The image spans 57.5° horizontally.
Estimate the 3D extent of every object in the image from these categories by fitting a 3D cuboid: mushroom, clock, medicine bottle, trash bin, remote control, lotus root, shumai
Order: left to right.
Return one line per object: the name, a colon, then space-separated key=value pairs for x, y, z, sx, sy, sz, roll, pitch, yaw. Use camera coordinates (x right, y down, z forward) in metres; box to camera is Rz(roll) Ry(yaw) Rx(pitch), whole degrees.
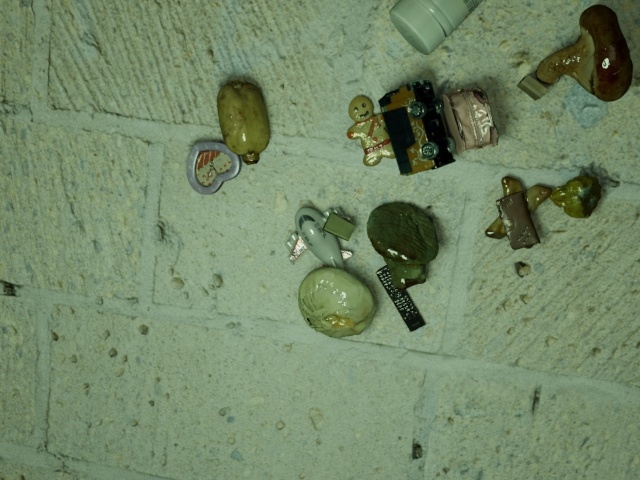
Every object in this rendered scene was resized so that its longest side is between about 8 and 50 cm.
clock: x=-0.373 y=-0.261 z=2.001 sx=0.198 sy=0.064 sz=0.172 roll=-36 pitch=92 yaw=11
lotus root: x=-0.252 y=-0.390 z=1.924 sx=0.160 sy=0.146 sz=0.284 roll=-9 pitch=97 yaw=9
trash bin: x=0.061 y=-0.043 z=1.893 sx=0.092 sy=0.043 sz=0.061 roll=25 pitch=81 yaw=-6
shumai: x=0.258 y=0.019 z=1.927 sx=0.222 sy=0.204 sz=0.272 roll=-8 pitch=59 yaw=-12
remote control: x=0.273 y=0.197 z=1.995 sx=0.063 sy=0.025 sz=0.245 roll=-29 pitch=94 yaw=12
medicine bottle: x=0.379 y=-0.744 z=1.760 sx=0.190 sy=0.190 sz=0.332 roll=44 pitch=101 yaw=0
mushroom: x=0.800 y=-0.524 z=1.705 sx=0.267 sy=0.267 sz=0.254 roll=45 pitch=102 yaw=0

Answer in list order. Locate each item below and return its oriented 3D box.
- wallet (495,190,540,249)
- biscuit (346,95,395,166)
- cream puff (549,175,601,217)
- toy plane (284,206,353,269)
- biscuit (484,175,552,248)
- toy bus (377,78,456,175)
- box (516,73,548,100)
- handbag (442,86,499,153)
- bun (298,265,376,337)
wallet: x=0.628 y=-0.060 z=1.858 sx=0.095 sy=0.026 sz=0.176 roll=-18 pitch=94 yaw=14
biscuit: x=0.163 y=-0.364 z=1.928 sx=0.153 sy=0.030 sz=0.234 roll=-22 pitch=95 yaw=9
cream puff: x=0.798 y=-0.140 z=1.829 sx=0.116 sy=0.146 sz=0.146 roll=20 pitch=104 yaw=45
toy plane: x=0.000 y=-0.001 z=1.961 sx=0.252 sy=0.118 sz=0.252 roll=1 pitch=95 yaw=8
biscuit: x=0.637 y=-0.091 z=1.889 sx=0.164 sy=0.047 sz=0.208 roll=17 pitch=100 yaw=5
toy bus: x=0.301 y=-0.353 z=1.835 sx=0.167 sy=0.138 sz=0.275 roll=-11 pitch=99 yaw=44
box: x=0.659 y=-0.474 z=1.814 sx=0.083 sy=0.079 sz=0.035 roll=38 pitch=100 yaw=1
handbag: x=0.461 y=-0.374 z=1.812 sx=0.116 sy=0.179 sz=0.205 roll=-19 pitch=96 yaw=4
bun: x=0.043 y=0.224 z=1.922 sx=0.287 sy=0.146 sz=0.287 roll=14 pitch=136 yaw=14
